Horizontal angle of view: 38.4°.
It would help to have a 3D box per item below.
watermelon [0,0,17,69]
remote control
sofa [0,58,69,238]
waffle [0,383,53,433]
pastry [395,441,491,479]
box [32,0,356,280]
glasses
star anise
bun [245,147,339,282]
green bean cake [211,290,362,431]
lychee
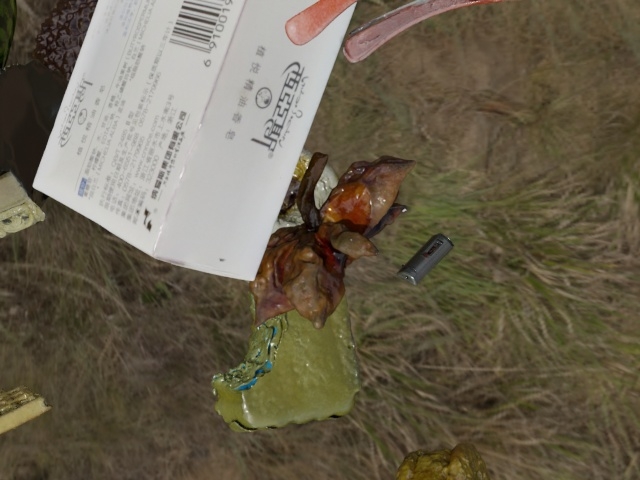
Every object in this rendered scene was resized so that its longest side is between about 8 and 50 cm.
[{"bbox_3d":[-0.550,-0.306,1.240,0.285,0.285,0.285,-2,98,-17],"label":"watermelon"},{"bbox_3d":[0.125,0.020,1.097,0.091,0.034,0.016,-42,154,-40],"label":"remote control"},{"bbox_3d":[-0.464,-0.126,1.281,0.200,0.258,0.182,-19,121,23],"label":"sofa"},{"bbox_3d":[-0.326,0.174,0.923,0.092,0.135,0.021,-26,102,-26],"label":"waffle"},{"bbox_3d":[0.161,0.350,1.164,0.103,0.189,0.189,-12,103,19],"label":"pastry"},{"bbox_3d":[-0.105,-0.130,0.759,0.116,0.203,0.274,17,94,-46],"label":"box"},{"bbox_3d":[0.123,-0.186,0.605,0.268,0.234,0.118,-1,100,14],"label":"glasses"},{"bbox_3d":[0.002,0.003,0.940,0.111,0.196,0.212,33,74,0],"label":"star anise"},{"bbox_3d":[-0.055,-0.038,1.645,0.204,0.281,0.282,17,92,0],"label":"bun"},{"bbox_3d":[-0.091,0.235,1.921,0.285,0.202,0.310,-1,81,-27],"label":"green bean cake"},{"bbox_3d":[-0.423,-0.381,1.790,0.267,0.267,0.268,-2,98,-17],"label":"lychee"}]
